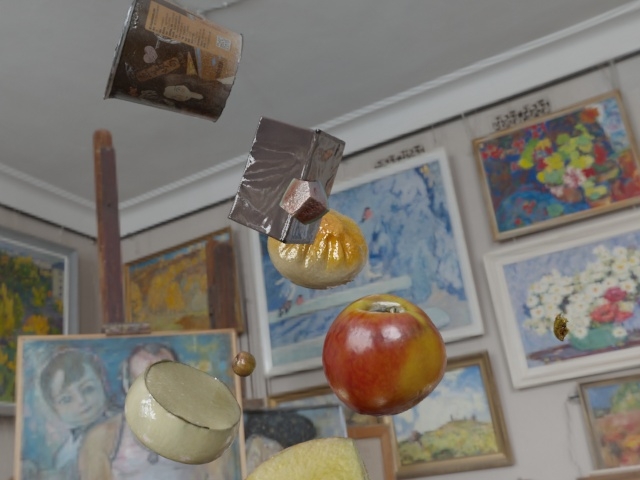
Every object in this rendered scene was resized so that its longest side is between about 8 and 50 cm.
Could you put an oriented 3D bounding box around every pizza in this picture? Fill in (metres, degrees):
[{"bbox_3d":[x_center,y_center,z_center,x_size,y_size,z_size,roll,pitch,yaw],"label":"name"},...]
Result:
[{"bbox_3d":[0.522,0.188,1.446,0.037,0.016,0.083,-23,-55,-10],"label":"pizza"}]

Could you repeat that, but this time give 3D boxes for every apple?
[{"bbox_3d":[-0.024,0.602,1.421,0.309,0.313,0.252,-20,-9,1],"label":"apple"},{"bbox_3d":[-0.239,0.391,2.104,0.071,0.083,0.084,31,-34,-15],"label":"apple"}]

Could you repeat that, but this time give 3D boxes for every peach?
[{"bbox_3d":[0.134,0.254,1.429,0.281,0.280,0.238,-14,16,18],"label":"peach"}]

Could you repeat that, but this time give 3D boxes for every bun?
[{"bbox_3d":[0.000,0.000,1.936,0.299,0.298,0.164,-3,-47,-11],"label":"bun"}]

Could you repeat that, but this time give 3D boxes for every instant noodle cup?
[{"bbox_3d":[-0.264,-0.326,1.208,0.208,0.217,0.217,15,-28,-20],"label":"instant noodle cup"}]

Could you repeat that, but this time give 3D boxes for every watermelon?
[{"bbox_3d":[-0.025,-0.071,1.266,0.092,0.072,0.084,24,-73,-9],"label":"watermelon"}]

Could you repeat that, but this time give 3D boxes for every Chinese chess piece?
[{"bbox_3d":[-0.394,0.493,1.935,0.338,0.338,0.140,18,-71,-47],"label":"Chinese chess piece"}]

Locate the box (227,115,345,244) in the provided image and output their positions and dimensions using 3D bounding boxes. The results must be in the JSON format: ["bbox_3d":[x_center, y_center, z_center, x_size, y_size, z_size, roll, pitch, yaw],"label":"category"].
[{"bbox_3d":[-0.073,-0.133,1.498,0.153,0.252,0.188,20,6,20],"label":"box"}]
